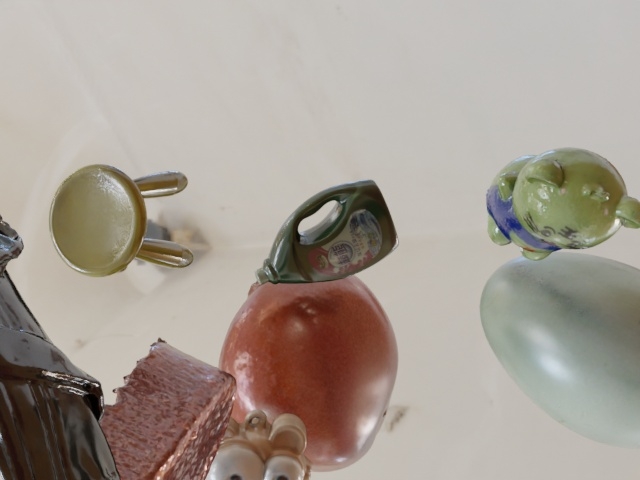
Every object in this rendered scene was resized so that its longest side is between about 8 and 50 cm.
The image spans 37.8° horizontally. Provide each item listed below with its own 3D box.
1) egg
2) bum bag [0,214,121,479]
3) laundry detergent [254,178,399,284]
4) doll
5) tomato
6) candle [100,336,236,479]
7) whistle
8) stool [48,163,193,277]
[{"bbox_3d":[0.290,0.109,0.984,0.183,0.264,0.183,-47,-23,-27],"label":"egg"},{"bbox_3d":[-0.217,0.069,0.638,0.326,0.080,0.142,60,-175,10],"label":"bum bag"},{"bbox_3d":[0.000,0.000,1.341,0.211,0.063,0.137,-24,-61,-8],"label":"laundry detergent"},{"bbox_3d":[-0.072,0.358,1.254,0.119,0.154,0.278,-97,-7,-76],"label":"doll"},{"bbox_3d":[-0.007,0.209,1.499,0.341,0.273,0.341,-50,-23,-30],"label":"tomato"},{"bbox_3d":[-0.187,0.262,0.957,0.287,0.131,0.317,71,-140,-75],"label":"candle"},{"bbox_3d":[0.196,-0.031,0.824,0.105,0.227,0.085,24,-97,-8],"label":"whistle"},{"bbox_3d":[-0.201,-0.019,0.954,0.135,0.134,0.110,-52,-18,14],"label":"stool"}]
